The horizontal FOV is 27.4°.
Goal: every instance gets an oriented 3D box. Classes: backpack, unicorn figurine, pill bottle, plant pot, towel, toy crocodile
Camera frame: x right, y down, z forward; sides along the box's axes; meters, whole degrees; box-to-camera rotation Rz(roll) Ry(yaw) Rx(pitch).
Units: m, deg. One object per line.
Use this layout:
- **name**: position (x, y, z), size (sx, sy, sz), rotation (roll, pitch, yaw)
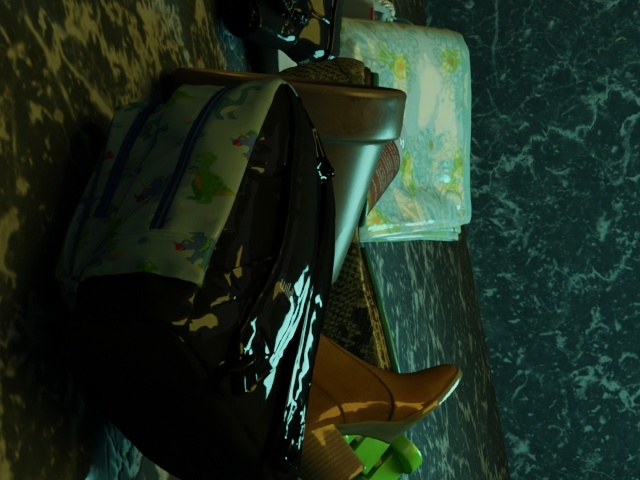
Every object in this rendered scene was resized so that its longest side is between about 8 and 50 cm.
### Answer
- **backpack**: position (-0.098, 0.011, 1.179), size (0.356, 0.273, 0.290), rotation (-65, 146, -30)
- **unicorn figurine**: position (0.068, -0.441, 2.409), size (0.060, 0.111, 0.162), rotation (126, -59, -82)
- **pill bottle**: position (0.052, -0.113, 1.984), size (0.216, 0.121, 0.121), rotation (-52, 133, -48)
- **plant pot**: position (-0.041, -0.069, 1.476), size (0.263, 0.263, 0.229), rotation (-29, 124, -76)
- **towel**: position (0.136, -0.181, 2.221), size (0.320, 0.090, 0.375), rotation (-3, 90, -48)
- **toy crocodile**: position (0.046, 0.273, 1.821), size (0.115, 0.105, 0.341), rotation (-45, 130, -24)

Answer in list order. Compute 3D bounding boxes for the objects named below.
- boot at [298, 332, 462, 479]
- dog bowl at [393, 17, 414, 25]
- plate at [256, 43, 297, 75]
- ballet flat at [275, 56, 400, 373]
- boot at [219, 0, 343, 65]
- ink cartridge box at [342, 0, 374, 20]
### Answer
- **boot**: position (0.022, 0.145, 1.504), size (0.211, 0.104, 0.295), rotation (51, 43, 7)
- **dog bowl**: position (0.115, -0.313, 2.424), size (0.297, 0.165, 0.074), rotation (-84, 160, -50)
- **plate**: position (-0.049, -0.289, 1.987), size (0.278, 0.045, 0.277), rotation (34, 48, -72)
- **ballet flat**: position (0.000, 0.000, 1.689), size (0.164, 0.182, 0.483), rotation (104, -18, -78)
- **boot**: position (-0.052, -0.368, 1.805), size (0.207, 0.094, 0.247), rotation (21, 66, -55)
- **ink cartridge box**: position (0.042, -0.506, 2.317), size (0.172, 0.100, 0.237), rotation (87, 2, -68)
